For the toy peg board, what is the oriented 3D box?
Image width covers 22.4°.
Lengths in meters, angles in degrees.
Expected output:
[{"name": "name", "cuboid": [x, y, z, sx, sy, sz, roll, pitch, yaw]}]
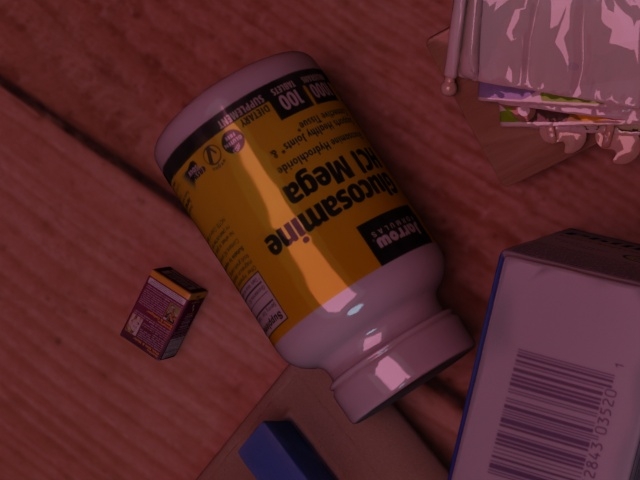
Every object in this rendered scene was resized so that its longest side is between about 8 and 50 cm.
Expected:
[{"name": "toy peg board", "cuboid": [0.212, -0.162, 1.532, 0.161, 0.079, 0.160, -26, 99, 21]}]

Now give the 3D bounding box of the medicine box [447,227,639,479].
[{"name": "medicine box", "cuboid": [0.231, 0.139, 1.418, 0.149, 0.289, 0.263, 15, 99, 18]}]

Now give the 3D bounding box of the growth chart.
[{"name": "growth chart", "cuboid": [0.223, -0.166, 1.473, 0.237, 0.021, 0.172, 15, 111, 9]}]

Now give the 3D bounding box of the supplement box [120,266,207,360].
[{"name": "supplement box", "cuboid": [-0.165, 0.077, 1.703, 0.055, 0.043, 0.083, 32, 104, 16]}]

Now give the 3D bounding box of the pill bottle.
[{"name": "pill bottle", "cuboid": [0.000, 0.000, 1.556, 0.188, 0.188, 0.334, -37, 81, 20]}]

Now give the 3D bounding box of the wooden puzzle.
[{"name": "wooden puzzle", "cuboid": [-0.022, 0.322, 1.602, 0.348, 0.080, 0.322, -49, 60, 16]}]
